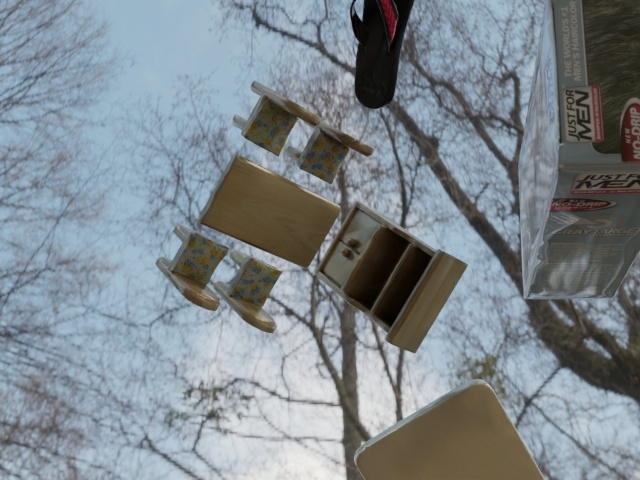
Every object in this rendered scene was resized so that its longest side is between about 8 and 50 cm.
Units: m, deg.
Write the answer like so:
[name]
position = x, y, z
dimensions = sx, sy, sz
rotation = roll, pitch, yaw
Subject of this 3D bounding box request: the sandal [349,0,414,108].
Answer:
[sandal]
position = 0.056, -0.221, 0.889
dimensions = 0.040, 0.067, 0.179
rotation = -7, -72, -42

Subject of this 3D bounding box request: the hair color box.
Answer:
[hair color box]
position = 0.278, -0.080, 0.932
dimensions = 0.113, 0.186, 0.374
rotation = -1, -21, 8

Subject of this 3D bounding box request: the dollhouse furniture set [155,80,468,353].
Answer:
[dollhouse furniture set]
position = 0.000, 0.000, 0.891
dimensions = 0.242, 0.161, 0.212
rotation = 25, -82, -38

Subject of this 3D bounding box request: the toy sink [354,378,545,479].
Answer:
[toy sink]
position = 0.143, 0.251, 0.925
dimensions = 0.152, 0.131, 0.234
rotation = -32, -77, 1
